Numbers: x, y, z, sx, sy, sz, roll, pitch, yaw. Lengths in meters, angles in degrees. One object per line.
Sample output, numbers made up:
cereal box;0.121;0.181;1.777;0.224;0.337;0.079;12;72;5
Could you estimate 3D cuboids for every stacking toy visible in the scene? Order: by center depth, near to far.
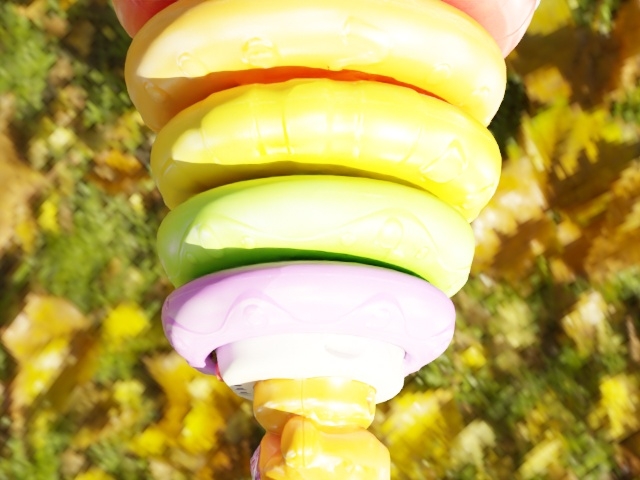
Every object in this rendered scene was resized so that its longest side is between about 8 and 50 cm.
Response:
stacking toy;0.000;0.000;0.692;0.166;0.175;0.302;-1;72;6
